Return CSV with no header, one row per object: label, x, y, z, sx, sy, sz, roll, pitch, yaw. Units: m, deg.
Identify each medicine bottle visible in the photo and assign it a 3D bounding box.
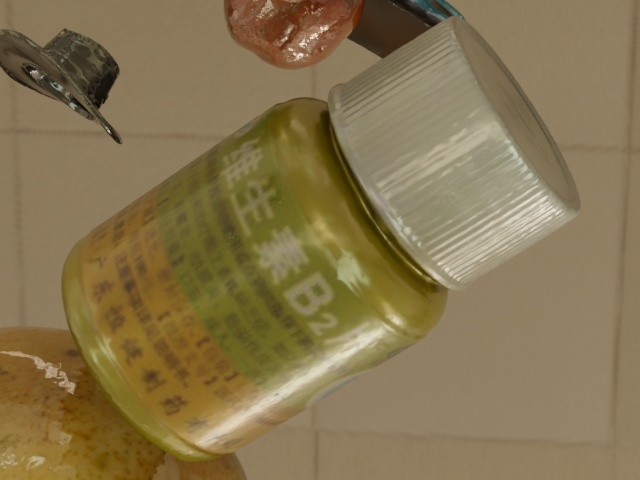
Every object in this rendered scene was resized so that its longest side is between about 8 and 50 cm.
medicine bottle,0.000,0.000,1.298,0.384,0.224,0.224,-33,99,17

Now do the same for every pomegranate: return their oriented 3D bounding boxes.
pomegranate,-0.255,0.290,1.500,0.417,0.416,0.416,2,105,6

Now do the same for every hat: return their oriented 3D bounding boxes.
hat,-0.179,-0.122,1.151,0.121,0.121,0.050,37,79,-3

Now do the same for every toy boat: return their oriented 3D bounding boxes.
toy boat,0.077,-0.283,1.864,0.299,0.134,0.092,31,67,-1

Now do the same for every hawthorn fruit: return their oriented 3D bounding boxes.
hawthorn fruit,-0.023,-0.249,1.695,0.149,0.189,0.149,-5,104,-19
